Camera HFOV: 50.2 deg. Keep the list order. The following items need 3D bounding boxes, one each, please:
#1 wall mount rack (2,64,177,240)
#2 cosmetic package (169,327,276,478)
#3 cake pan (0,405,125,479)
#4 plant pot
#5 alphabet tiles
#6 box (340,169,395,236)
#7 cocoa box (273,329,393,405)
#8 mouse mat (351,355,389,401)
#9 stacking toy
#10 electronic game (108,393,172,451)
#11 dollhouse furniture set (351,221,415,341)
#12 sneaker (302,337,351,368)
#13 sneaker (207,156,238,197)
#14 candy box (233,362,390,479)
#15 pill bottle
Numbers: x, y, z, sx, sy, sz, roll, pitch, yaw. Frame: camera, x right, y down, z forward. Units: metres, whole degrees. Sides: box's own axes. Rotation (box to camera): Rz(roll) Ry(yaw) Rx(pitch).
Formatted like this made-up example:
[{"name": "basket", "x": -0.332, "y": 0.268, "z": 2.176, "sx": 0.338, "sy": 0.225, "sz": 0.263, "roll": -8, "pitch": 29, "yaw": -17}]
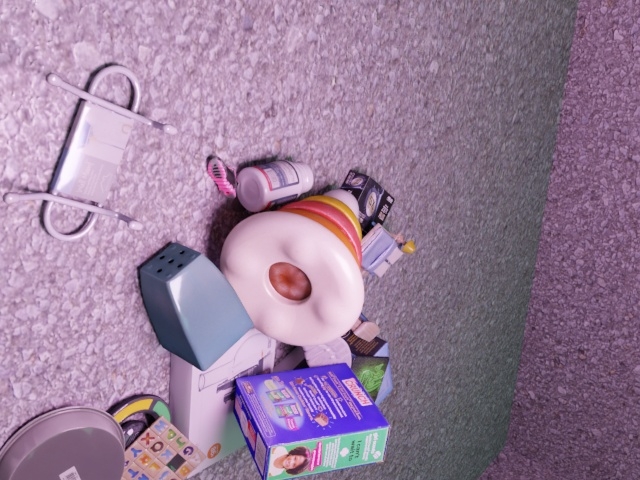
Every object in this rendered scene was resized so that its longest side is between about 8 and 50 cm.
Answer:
[{"name": "wall mount rack", "x": -0.418, "y": -0.155, "z": 1.222, "sx": 0.304, "sy": 0.130, "sz": 0.350, "roll": 16, "pitch": 95, "yaw": -54}, {"name": "cosmetic package", "x": -0.254, "y": 0.388, "z": 1.777, "sx": 0.284, "sy": 0.097, "sz": 0.378, "roll": -17, "pitch": 122, "yaw": -44}, {"name": "cake pan", "x": -0.544, "y": 0.495, "z": 1.450, "sx": 0.293, "sy": 0.054, "sz": 0.293, "roll": -18, "pitch": 120, "yaw": -35}, {"name": "plant pot", "x": -0.291, "y": 0.133, "z": 1.531, "sx": 0.165, "sy": 0.165, "sz": 0.234, "roll": -42, "pitch": 133, "yaw": -30}, {"name": "alphabet tiles", "x": -0.411, "y": 0.555, "z": 1.629, "sx": 0.237, "sy": 0.009, "sz": 0.198, "roll": -44, "pitch": 129, "yaw": -15}, {"name": "box", "x": 0.124, "y": -0.099, "z": 2.001, "sx": 0.180, "sy": 0.077, "sz": 0.147, "roll": 34, "pitch": 81, "yaw": -54}, {"name": "cocoa box", "x": 0.025, "y": 0.437, "z": 2.048, "sx": 0.347, "sy": 0.227, "sz": 0.232, "roll": -40, "pitch": 137, "yaw": -32}, {"name": "mouse mat", "x": 0.128, "y": 0.404, "z": 1.962, "sx": 0.189, "sy": 0.007, "sz": 0.153, "roll": 14, "pitch": 95, "yaw": -53}, {"name": "stacking toy", "x": 0.000, "y": 0.000, "z": 1.706, "sx": 0.480, "sy": 0.350, "sz": 0.351, "roll": -53, "pitch": 148, "yaw": -53}, {"name": "electronic game", "x": -0.446, "y": 0.469, "z": 1.611, "sx": 0.229, "sy": 0.048, "sz": 0.229, "roll": -29, "pitch": 130, "yaw": -41}, {"name": "dollhouse furniture set", "x": 0.148, "y": 0.096, "z": 1.937, "sx": 0.303, "sy": 0.198, "sz": 0.286, "roll": -46, "pitch": 154, "yaw": 3}, {"name": "sneaker", "x": -0.020, "y": 0.228, "z": 1.870, "sx": 0.124, "sy": 0.180, "sz": 0.321, "roll": -28, "pitch": 119, "yaw": 4}, {"name": "sneaker", "x": -0.218, "y": -0.153, "z": 1.565, "sx": 0.119, "sy": 0.047, "sz": 0.057, "roll": 71, "pitch": 37, "yaw": -48}, {"name": "candy box", "x": -0.028, "y": 0.443, "z": 1.697, "sx": 0.317, "sy": 0.268, "sz": 0.122, "roll": -4, "pitch": 117, "yaw": -23}, {"name": "pill bottle", "x": -0.106, "y": -0.138, "z": 1.655, "sx": 0.180, "sy": 0.108, "sz": 0.108, "roll": -19, "pitch": 124, "yaw": -46}]
